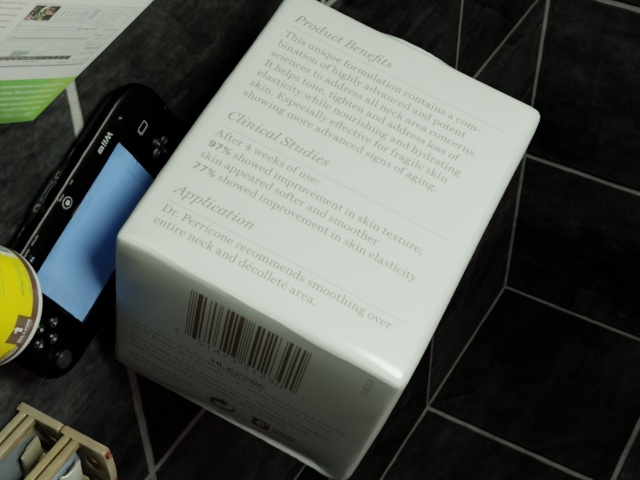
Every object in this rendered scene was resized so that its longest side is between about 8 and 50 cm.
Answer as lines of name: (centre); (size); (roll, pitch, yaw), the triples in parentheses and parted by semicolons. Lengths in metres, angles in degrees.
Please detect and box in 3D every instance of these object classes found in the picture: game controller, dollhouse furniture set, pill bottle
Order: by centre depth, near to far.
pill bottle: (-0.340, 0.045, 0.940); (0.117, 0.117, 0.215); (-67, 158, -2)
game controller: (-0.244, -0.011, 1.181); (0.319, 0.067, 0.166); (-62, 158, -16)
dollhouse furniture set: (-0.309, 0.306, 1.243); (0.129, 0.129, 0.184); (-51, 152, -37)

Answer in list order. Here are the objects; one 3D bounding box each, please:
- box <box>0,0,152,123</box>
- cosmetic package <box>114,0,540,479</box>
box: (-0.218, -0.198, 0.852); (0.322, 0.058, 0.232); (-39, 171, 26)
cosmetic package: (0.000, 0.000, 1.293); (0.394, 0.329, 0.327); (-58, 173, -30)
